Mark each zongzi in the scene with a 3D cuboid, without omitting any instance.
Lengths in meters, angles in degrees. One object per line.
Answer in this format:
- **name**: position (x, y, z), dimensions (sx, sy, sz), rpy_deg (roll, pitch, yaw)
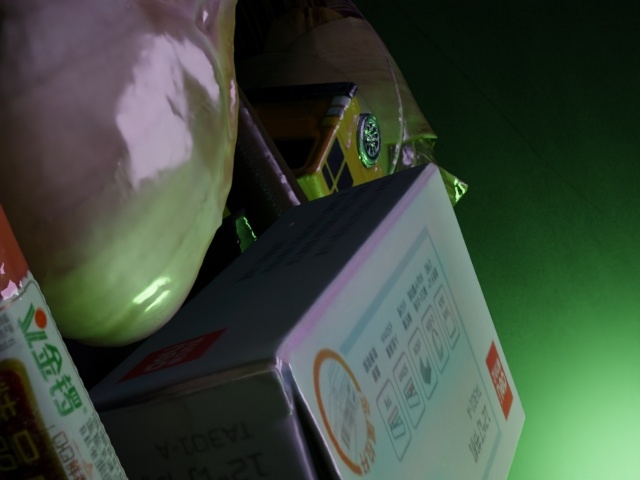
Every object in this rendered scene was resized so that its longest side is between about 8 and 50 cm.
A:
- **zongzi**: position (-0.036, -0.139, 1.188), dimensions (0.289, 0.154, 0.317), rpy_deg (61, 15, 20)

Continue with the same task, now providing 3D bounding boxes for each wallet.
- **wallet**: position (-0.054, -0.062, 0.755), dimensions (0.198, 0.031, 0.110), rpy_deg (59, -9, 4)

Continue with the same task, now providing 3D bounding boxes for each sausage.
- **sausage**: position (-0.068, 0.045, 0.342), dimensions (0.034, 0.034, 0.253), rpy_deg (-101, 171, -66)

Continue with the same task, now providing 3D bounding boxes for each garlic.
- **garlic**: position (-0.070, -0.056, 0.404), dimensions (0.124, 0.099, 0.174), rpy_deg (23, 47, -65)

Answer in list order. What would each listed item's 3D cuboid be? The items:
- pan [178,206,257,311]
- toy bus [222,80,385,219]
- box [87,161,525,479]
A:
- **pan**: position (-0.028, 0.081, 0.652), dimensions (0.128, 0.048, 0.202), rpy_deg (65, 5, -49)
- **toy bus**: position (0.000, 0.000, 0.978), dimensions (0.114, 0.098, 0.201), rpy_deg (-67, 146, -42)
- **box**: position (0.007, 0.065, 0.538), dimensions (0.269, 0.079, 0.135), rpy_deg (-49, 119, -69)
